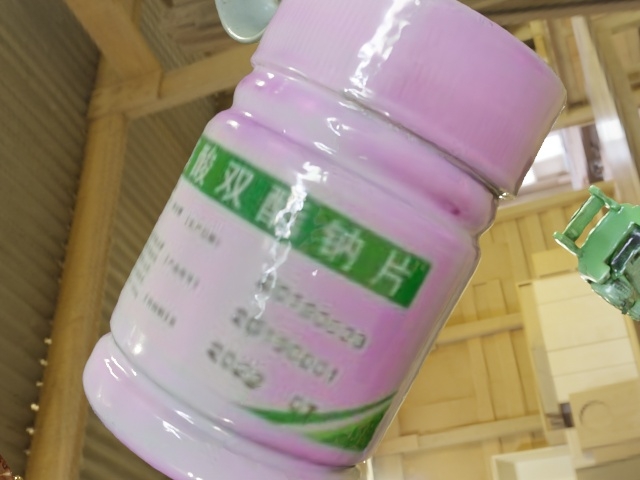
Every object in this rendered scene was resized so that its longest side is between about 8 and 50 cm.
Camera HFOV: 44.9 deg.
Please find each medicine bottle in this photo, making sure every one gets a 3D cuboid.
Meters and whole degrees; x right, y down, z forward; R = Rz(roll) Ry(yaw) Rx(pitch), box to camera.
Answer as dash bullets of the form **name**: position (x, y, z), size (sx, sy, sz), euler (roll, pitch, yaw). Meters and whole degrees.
- **medicine bottle**: position (0.000, 0.000, 0.537), size (0.325, 0.212, 0.212), euler (-61, -20, 4)

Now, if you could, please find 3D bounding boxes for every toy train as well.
- **toy train**: position (0.287, 0.016, 0.729), size (0.081, 0.099, 0.149), euler (38, -176, 37)

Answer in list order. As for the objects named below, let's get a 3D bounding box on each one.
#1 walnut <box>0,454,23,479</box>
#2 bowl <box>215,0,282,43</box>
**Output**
- **walnut**: position (-0.557, 0.412, 1.200), size (0.244, 0.222, 0.269), euler (-8, -114, -56)
- **bowl**: position (-0.055, -0.471, 1.302), size (0.146, 0.289, 0.289), euler (-3, -103, -35)
